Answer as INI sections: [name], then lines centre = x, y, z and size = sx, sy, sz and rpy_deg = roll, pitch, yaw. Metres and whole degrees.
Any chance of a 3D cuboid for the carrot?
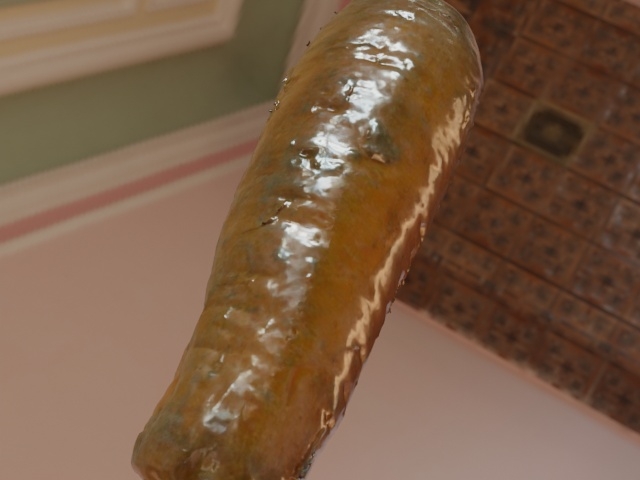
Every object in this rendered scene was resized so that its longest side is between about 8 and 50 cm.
[carrot]
centre = 0.000, 0.000, 0.386
size = 0.060, 0.060, 0.186
rpy_deg = 86, -157, -53
